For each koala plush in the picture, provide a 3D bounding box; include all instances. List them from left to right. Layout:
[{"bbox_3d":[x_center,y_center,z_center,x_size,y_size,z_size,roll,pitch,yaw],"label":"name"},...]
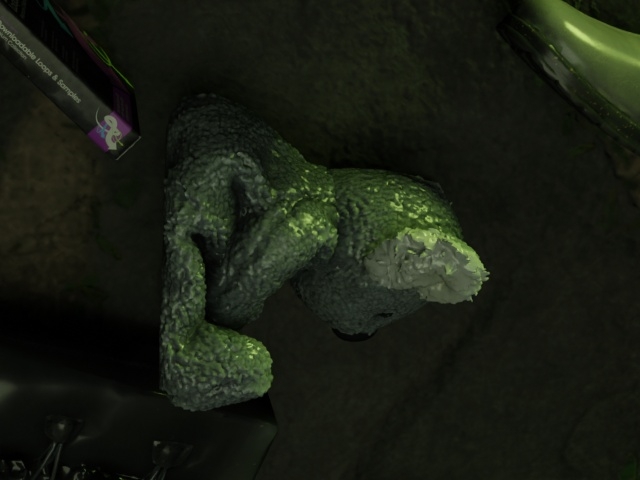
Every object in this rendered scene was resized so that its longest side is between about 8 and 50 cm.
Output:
[{"bbox_3d":[0.000,0.000,1.145,0.221,0.196,0.203,1,107,-4],"label":"koala plush"}]

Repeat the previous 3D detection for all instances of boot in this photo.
[{"bbox_3d":[-0.299,0.193,1.226,0.445,0.146,0.367,13,132,-30],"label":"boot"},{"bbox_3d":[0.302,-0.152,1.160,0.338,0.118,0.223,24,109,-30],"label":"boot"}]

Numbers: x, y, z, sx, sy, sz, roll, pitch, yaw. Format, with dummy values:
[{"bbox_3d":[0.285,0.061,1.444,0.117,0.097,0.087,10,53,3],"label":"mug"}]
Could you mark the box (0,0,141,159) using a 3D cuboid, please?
[{"bbox_3d":[-0.186,-0.135,1.086,0.029,0.116,0.162,-41,115,11],"label":"box"}]
